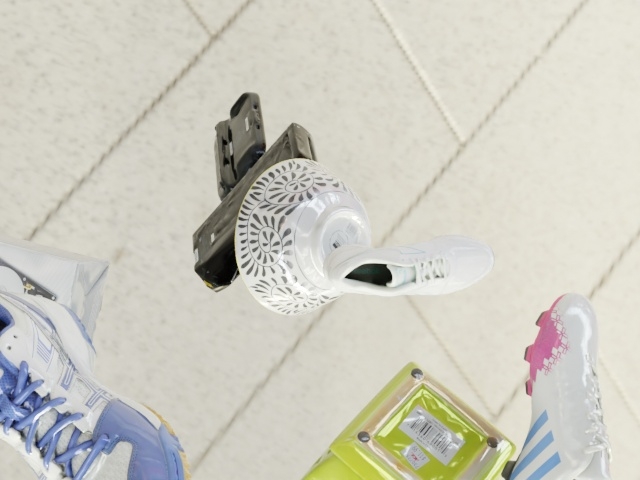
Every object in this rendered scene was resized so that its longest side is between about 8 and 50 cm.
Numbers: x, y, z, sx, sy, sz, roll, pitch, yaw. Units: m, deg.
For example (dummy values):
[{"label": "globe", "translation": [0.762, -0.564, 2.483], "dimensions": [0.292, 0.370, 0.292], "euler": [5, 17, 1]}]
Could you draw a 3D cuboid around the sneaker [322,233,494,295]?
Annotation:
[{"label": "sneaker", "translation": [0.081, 0.028, 1.249], "dimensions": [0.152, 0.061, 0.053], "euler": [-6, 99, -6]}]

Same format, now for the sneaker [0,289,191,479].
[{"label": "sneaker", "translation": [-0.213, 0.136, 1.084], "dimensions": [0.131, 0.296, 0.112], "euler": [26, 100, -47]}]

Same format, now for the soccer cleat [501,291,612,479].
[{"label": "soccer cleat", "translation": [0.329, 0.237, 1.837], "dimensions": [0.116, 0.143, 0.331], "euler": [10, 93, -45]}]

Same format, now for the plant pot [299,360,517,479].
[{"label": "plant pot", "translation": [0.125, 0.318, 1.979], "dimensions": [0.227, 0.228, 0.207], "euler": [-42, 164, -35]}]

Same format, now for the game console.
[{"label": "game console", "translation": [-0.093, -0.098, 1.905], "dimensions": [0.044, 0.361, 0.213], "euler": [34, 113, -25]}]

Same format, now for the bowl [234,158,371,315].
[{"label": "bowl", "translation": [0.000, 0.000, 1.506], "dimensions": [0.170, 0.080, 0.170], "euler": [-6, 99, -40]}]

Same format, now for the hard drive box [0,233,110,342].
[{"label": "hard drive box", "translation": [-0.347, 0.081, 1.416], "dimensions": [0.089, 0.232, 0.181], "euler": [3, 100, -77]}]
